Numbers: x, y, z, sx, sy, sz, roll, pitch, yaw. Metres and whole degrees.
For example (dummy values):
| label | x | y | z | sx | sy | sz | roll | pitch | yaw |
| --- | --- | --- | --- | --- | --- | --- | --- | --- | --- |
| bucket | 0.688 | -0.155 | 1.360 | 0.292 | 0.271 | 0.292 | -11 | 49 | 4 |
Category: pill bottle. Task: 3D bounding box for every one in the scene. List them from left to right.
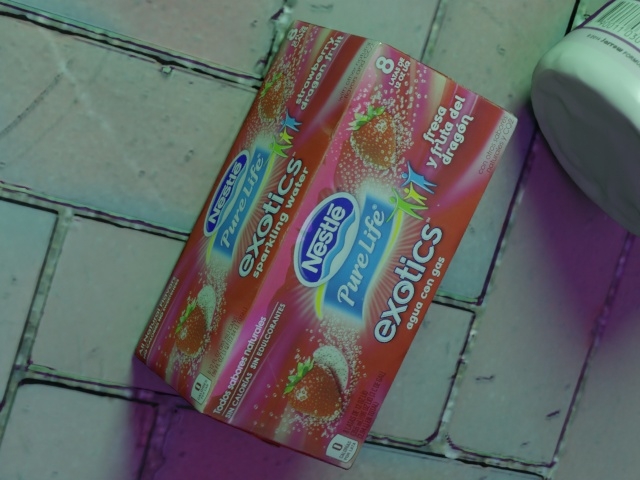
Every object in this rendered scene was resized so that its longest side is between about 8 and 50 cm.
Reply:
| label | x | y | z | sx | sy | sz | roll | pitch | yaw |
| --- | --- | --- | --- | --- | --- | --- | --- | --- | --- |
| pill bottle | 0.309 | -0.147 | 1.176 | 0.301 | 0.169 | 0.169 | -38 | 117 | -13 |

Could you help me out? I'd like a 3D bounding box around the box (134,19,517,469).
| label | x | y | z | sx | sy | sz | roll | pitch | yaw |
| --- | --- | --- | --- | --- | --- | --- | --- | --- | --- |
| box | 0.000 | 0.000 | 1.081 | 0.122 | 0.128 | 0.257 | 25 | 91 | -29 |
